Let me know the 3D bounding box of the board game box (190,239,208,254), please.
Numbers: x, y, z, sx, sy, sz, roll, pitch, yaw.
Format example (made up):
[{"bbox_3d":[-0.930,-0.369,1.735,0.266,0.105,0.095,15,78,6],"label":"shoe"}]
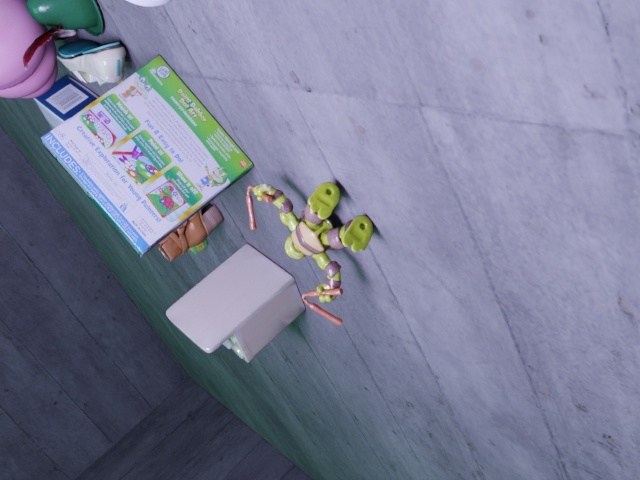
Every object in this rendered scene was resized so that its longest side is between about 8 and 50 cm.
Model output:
[{"bbox_3d":[-0.386,-0.124,1.811,0.213,0.046,0.317,37,157,31],"label":"board game box"}]

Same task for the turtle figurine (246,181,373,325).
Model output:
[{"bbox_3d":[0.000,0.000,1.180,0.269,0.087,0.217,58,152,-1],"label":"turtle figurine"}]

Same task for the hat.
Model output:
[{"bbox_3d":[-0.511,-0.401,1.366,0.173,0.183,0.208,54,159,-13],"label":"hat"}]

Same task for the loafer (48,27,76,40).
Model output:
[{"bbox_3d":[-0.537,-0.428,1.580,0.039,0.045,0.125,50,158,-22],"label":"loafer"}]

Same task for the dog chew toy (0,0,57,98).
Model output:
[{"bbox_3d":[-0.616,-0.372,1.497,0.206,0.206,0.332,47,175,5],"label":"dog chew toy"}]

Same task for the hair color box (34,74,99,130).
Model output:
[{"bbox_3d":[-0.554,-0.221,1.893,0.174,0.105,0.347,36,156,33],"label":"hair color box"}]

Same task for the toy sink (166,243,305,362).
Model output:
[{"bbox_3d":[-0.174,0.150,1.595,0.153,0.234,0.131,33,154,35],"label":"toy sink"}]

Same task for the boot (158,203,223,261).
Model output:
[{"bbox_3d":[-0.314,-0.068,1.604,0.197,0.152,0.073,53,160,-12],"label":"boot"}]

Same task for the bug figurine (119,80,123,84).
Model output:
[{"bbox_3d":[-0.297,-0.189,1.468,0.279,0.072,0.216,36,154,36],"label":"bug figurine"}]

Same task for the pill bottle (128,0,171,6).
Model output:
[{"bbox_3d":[-0.161,-0.345,0.794,0.152,0.152,0.272,53,159,-11],"label":"pill bottle"}]

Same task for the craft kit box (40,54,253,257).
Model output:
[{"bbox_3d":[-0.286,-0.143,1.280,0.250,0.246,0.061,50,163,-1],"label":"craft kit box"}]

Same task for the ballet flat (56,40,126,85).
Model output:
[{"bbox_3d":[-0.440,-0.338,1.470,0.248,0.086,0.086,22,147,53],"label":"ballet flat"}]
